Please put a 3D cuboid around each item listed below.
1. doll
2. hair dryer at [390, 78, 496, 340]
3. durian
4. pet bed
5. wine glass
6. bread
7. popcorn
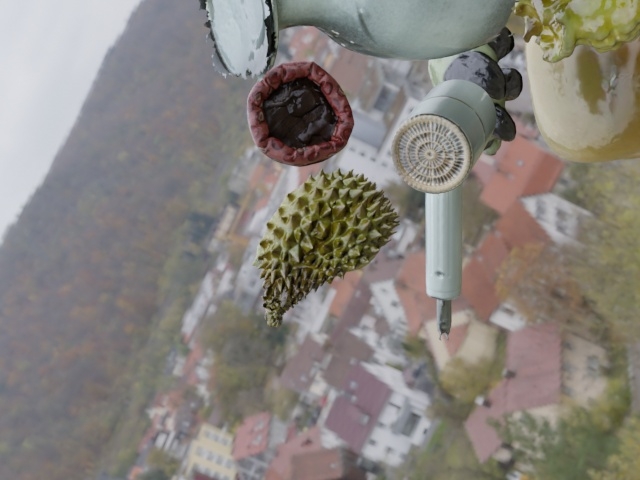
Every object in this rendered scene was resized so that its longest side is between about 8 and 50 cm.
[{"bbox_3d":[0.261,-0.246,1.718,0.234,0.135,0.144,62,-143,-42],"label":"doll"},{"bbox_3d":[0.167,-0.025,1.402,0.173,0.107,0.357,-48,-39,-57],"label":"hair dryer"},{"bbox_3d":[0.000,0.000,1.669,0.306,0.172,0.166,-49,-3,-19],"label":"durian"},{"bbox_3d":[-0.039,-0.229,1.884,0.053,0.201,0.201,173,121,-86],"label":"pet bed"},{"bbox_3d":[0.052,-0.287,1.191,0.190,0.357,0.191,45,144,48],"label":"wine glass"},{"bbox_3d":[0.557,-0.339,1.954,0.253,0.348,0.376,-11,-85,-60],"label":"bread"},{"bbox_3d":[0.346,-0.345,1.376,0.189,0.218,0.169,-34,-35,1],"label":"popcorn"}]
